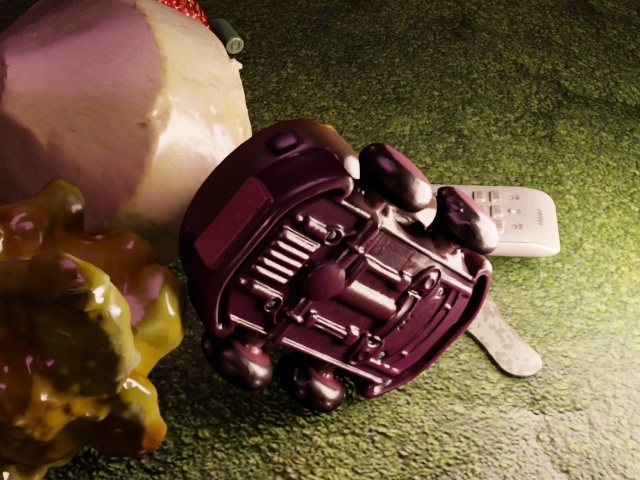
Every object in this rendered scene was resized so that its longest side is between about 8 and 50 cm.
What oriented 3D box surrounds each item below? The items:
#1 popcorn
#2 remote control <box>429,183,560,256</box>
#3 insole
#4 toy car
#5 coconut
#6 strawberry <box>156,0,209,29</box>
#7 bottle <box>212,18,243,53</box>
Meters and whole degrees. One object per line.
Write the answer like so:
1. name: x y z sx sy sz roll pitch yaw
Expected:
1. popcorn: -0.279 0.081 0.944 0.326 0.321 0.290 8 32 -28
2. remote control: 0.139 -0.020 1.352 0.313 0.055 0.109 2 43 4
3. insole: 0.187 0.093 1.236 0.065 0.006 0.193 -14 40 -24
4. toy car: 0.000 0.000 1.090 0.341 0.271 0.240 30 17 -45
5. coconut: -0.257 -0.123 1.241 0.353 0.352 0.352 3 36 -2
6. strawberry: -0.253 -0.310 1.581 0.184 0.201 0.187 19 51 38
7. bottle: -0.153 -0.336 1.764 0.030 0.030 0.083 -11 38 -19
